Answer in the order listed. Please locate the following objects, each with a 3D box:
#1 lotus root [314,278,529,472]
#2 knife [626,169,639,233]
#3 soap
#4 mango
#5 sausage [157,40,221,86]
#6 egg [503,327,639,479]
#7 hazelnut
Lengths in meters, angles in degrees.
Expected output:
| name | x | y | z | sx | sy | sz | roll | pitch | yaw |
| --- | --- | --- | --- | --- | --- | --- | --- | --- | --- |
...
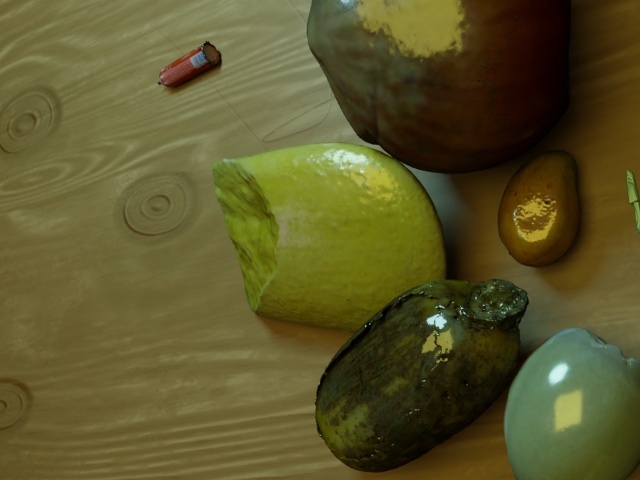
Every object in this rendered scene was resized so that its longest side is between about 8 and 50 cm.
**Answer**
| name | x | y | z | sx | sy | sz | roll | pitch | yaw |
| --- | --- | --- | --- | --- | --- | --- | --- | --- | --- |
| lotus root | 0.136 | 0.186 | 1.238 | 0.397 | 0.179 | 0.195 | -49 | 48 | 36 |
| knife | 0.425 | -0.053 | 1.206 | 0.014 | 0.005 | 0.091 | -13 | 75 | 30 |
| soap | -0.002 | 0.001 | 1.372 | 0.427 | 0.115 | 0.306 | -2 | 107 | 38 |
| mango | 0.301 | -0.045 | 1.238 | 0.115 | 0.089 | 0.165 | -8 | 75 | 31 |
| sausage | -0.255 | -0.325 | 1.683 | 0.145 | 0.050 | 0.048 | -22 | 89 | 33 |
| egg | 0.319 | 0.229 | 1.123 | 0.183 | 0.183 | 0.217 | 32 | 89 | 33 |
| hazelnut | 0.166 | -0.294 | 1.216 | 0.359 | 0.359 | 0.409 | -2 | 87 | 34 |
